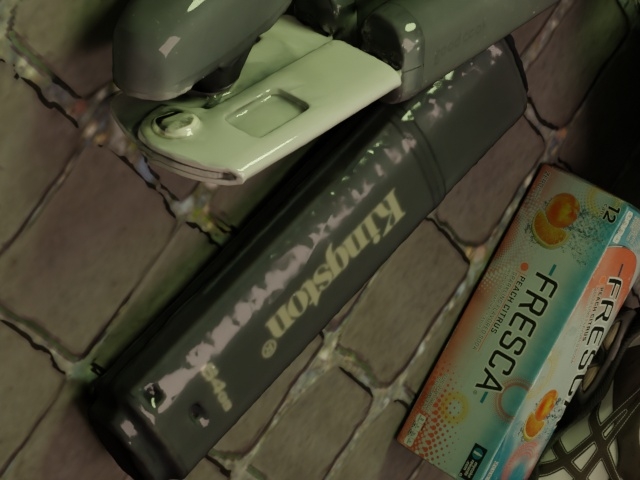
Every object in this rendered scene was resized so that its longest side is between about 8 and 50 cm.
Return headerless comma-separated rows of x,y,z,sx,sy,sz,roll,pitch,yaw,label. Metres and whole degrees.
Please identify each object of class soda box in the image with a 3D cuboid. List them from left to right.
0.120,0.053,1.088,0.058,0.063,0.183,21,98,-57,soda box

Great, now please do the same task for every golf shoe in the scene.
0.189,0.143,1.229,0.077,0.094,0.198,-13,127,-50,golf shoe

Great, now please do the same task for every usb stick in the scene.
0.000,0.000,0.902,0.278,0.045,0.077,-46,146,-19,usb stick

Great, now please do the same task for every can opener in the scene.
0.026,-0.113,0.821,0.283,0.076,0.095,-35,141,-35,can opener
